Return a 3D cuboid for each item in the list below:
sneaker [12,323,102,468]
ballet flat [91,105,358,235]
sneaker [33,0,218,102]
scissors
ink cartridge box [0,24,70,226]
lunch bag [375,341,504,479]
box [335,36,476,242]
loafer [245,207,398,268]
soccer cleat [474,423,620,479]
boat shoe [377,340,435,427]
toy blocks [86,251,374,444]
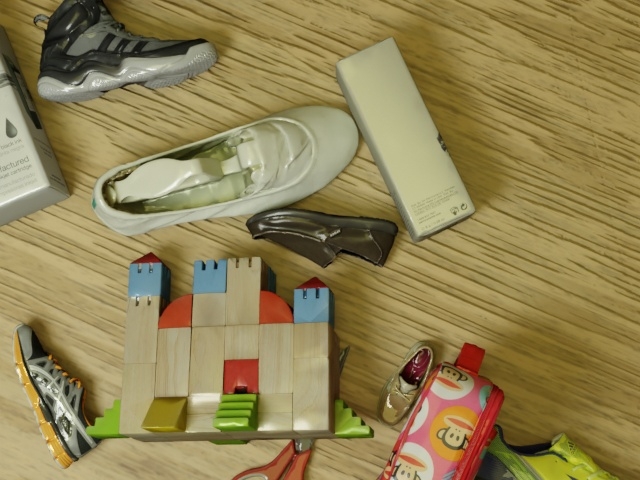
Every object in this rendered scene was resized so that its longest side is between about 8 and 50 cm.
[{"bbox_3d":[-0.380,0.215,1.532,0.083,0.084,0.215,-24,88,-13],"label":"sneaker"},{"bbox_3d":[-0.136,-0.099,1.519,0.400,0.139,0.139,-16,85,0],"label":"ballet flat"},{"bbox_3d":[-0.290,-0.296,1.553,0.268,0.101,0.153,-11,87,4],"label":"sneaker"},{"bbox_3d":[-0.017,0.295,1.534,0.109,0.021,0.297,39,83,10],"label":"scissors"},{"bbox_3d":[-0.520,-0.161,1.541,0.211,0.121,0.289,-23,84,-1],"label":"ink cartridge box"},{"bbox_3d":[0.156,0.258,1.398,0.120,0.293,0.258,23,87,8],"label":"lunch bag"},{"bbox_3d":[0.119,-0.140,1.523,0.094,0.113,0.275,-24,86,-1],"label":"box"},{"bbox_3d":[0.000,0.000,1.529,0.220,0.080,0.078,5,85,2],"label":"loafer"},{"bbox_3d":[0.357,0.335,1.484,0.289,0.093,0.121,16,79,3],"label":"soccer cleat"},{"bbox_3d":[0.121,0.205,1.525,0.050,0.045,0.135,26,86,4],"label":"boat shoe"},{"bbox_3d":[-0.121,0.142,1.489,0.381,0.191,0.261,-3,72,10],"label":"toy blocks"}]
